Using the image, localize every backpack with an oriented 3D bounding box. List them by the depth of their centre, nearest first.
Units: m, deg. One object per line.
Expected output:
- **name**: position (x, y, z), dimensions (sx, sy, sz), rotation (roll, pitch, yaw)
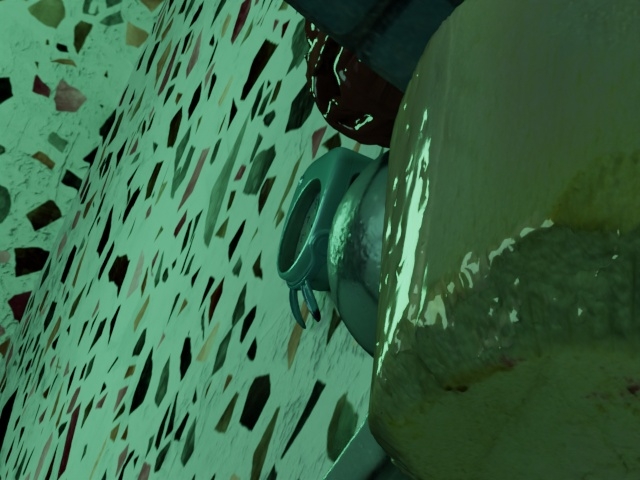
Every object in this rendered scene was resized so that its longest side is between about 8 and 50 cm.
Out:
- **backpack**: position (0.066, -0.188, 1.423), dimensions (0.229, 0.139, 0.229), rotation (-161, 90, -79)

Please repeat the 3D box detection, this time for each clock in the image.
- **clock**: position (-0.001, 0.000, 1.588), dimensions (0.108, 0.045, 0.147), rotation (150, 138, -68)

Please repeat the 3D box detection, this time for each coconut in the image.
- **coconut**: position (0.136, -0.006, 0.777), dimensions (0.239, 0.239, 0.244), rotation (-49, 24, 51)

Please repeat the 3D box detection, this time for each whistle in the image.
- **whistle**: position (0.064, 0.037, 1.107), dimensions (0.290, 0.163, 0.163), rotation (-58, 19, 33)

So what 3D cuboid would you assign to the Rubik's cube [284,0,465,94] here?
- **Rubik's cube**: position (0.092, -0.327, 0.996), dimensions (0.337, 0.344, 0.344), rotation (-48, 8, 49)
